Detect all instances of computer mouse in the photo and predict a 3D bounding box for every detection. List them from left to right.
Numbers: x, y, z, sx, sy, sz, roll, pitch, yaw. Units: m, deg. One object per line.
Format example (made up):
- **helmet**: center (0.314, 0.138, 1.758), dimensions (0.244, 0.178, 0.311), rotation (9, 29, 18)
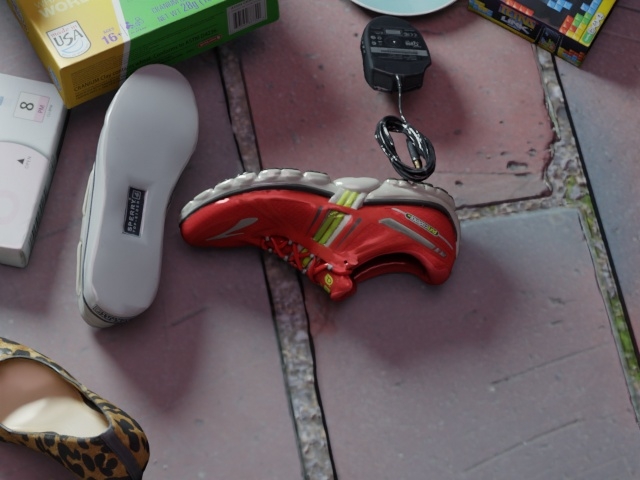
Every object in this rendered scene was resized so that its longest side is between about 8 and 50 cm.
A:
- **computer mouse**: center (0.080, -0.142, 1.653), dimensions (0.071, 0.041, 0.242), rotation (5, 46, -10)

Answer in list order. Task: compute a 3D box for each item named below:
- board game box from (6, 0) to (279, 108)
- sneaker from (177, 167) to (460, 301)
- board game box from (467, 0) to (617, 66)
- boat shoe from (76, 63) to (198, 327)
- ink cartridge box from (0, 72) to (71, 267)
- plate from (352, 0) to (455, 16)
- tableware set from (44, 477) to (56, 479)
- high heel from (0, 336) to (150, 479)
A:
- **board game box**: center (-0.222, -0.308, 1.688), dimensions (0.242, 0.064, 0.316), rotation (-26, 60, -15)
- **sneaker**: center (0.000, 0.000, 1.581), dimensions (0.279, 0.107, 0.118), rotation (1, 71, -4)
- **board game box**: center (0.261, -0.292, 1.763), dimensions (0.141, 0.048, 0.170), rotation (29, 67, 7)
- **boat shoe**: center (-0.186, -0.042, 1.591), dimensions (0.096, 0.088, 0.268), rotation (14, 69, -25)
- **ink cartridge box**: center (-0.381, -0.084, 1.611), dimensions (0.232, 0.066, 0.189), rotation (13, 65, -3)
- **plate**: center (0.085, -0.320, 1.773), dimensions (0.188, 0.024, 0.188), rotation (2, 65, -3)
- **tableware set**: center (-0.290, 0.285, 1.441), dimensions (0.141, 0.020, 0.169), rotation (-16, 46, -9)
- **high heel**: center (-0.253, 0.134, 1.450), dimensions (0.261, 0.186, 0.093), rotation (38, 68, 12)
